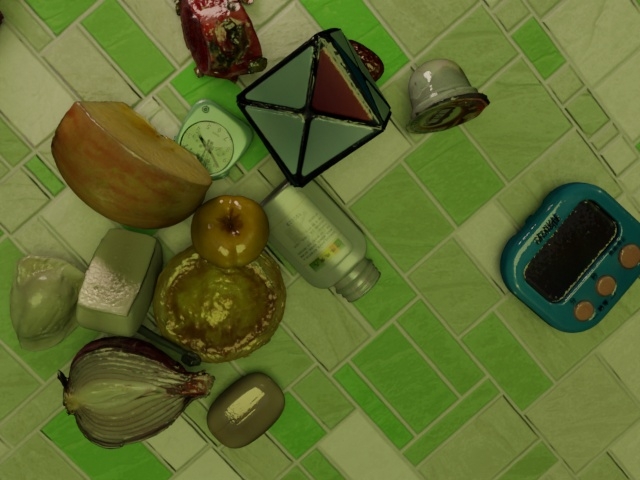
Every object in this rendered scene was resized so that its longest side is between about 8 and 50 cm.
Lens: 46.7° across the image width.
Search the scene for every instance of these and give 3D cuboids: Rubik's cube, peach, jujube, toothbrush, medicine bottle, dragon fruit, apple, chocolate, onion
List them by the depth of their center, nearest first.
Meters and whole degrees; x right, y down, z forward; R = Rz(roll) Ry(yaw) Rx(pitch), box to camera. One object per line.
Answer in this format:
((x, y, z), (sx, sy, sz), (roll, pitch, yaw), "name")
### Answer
((-0.409, -0.157, 1.635), (0.309, 0.314, 0.252), (43, 60, 3), "apple")
((-0.006, -0.298, 1.639), (0.248, 0.246, 0.250), (-31, 101, 18), "Rubik's cube")
((-0.236, -0.461, 1.651), (0.147, 0.211, 0.282), (-29, 74, -8), "dragon fruit")
((-0.200, -0.019, 1.654), (0.179, 0.103, 0.179), (3, 63, -6), "peach")
((-0.391, 0.222, 1.721), (0.297, 0.030, 0.030), (24, 110, 30), "toothbrush")
((0.288, -0.352, 1.746), (0.221, 0.221, 0.147), (-8, 80, -6), "chocolate")
((0.091, -0.424, 1.754), (0.129, 0.077, 0.077), (38, 92, 0), "jujube")
((-0.419, 0.334, 1.754), (0.348, 0.159, 0.267), (-4, 111, -6), "onion")
((0.000, 0.000, 1.776), (0.179, 0.124, 0.324), (-43, 99, 6), "medicine bottle")

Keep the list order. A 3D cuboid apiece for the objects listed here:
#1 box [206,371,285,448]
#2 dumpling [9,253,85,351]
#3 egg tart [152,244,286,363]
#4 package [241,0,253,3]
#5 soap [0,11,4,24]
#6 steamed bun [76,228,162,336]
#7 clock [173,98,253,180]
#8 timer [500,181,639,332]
((-0.184, 0.419, 1.830), (0.200, 0.088, 0.146), (-42, 100, -1), "box")
((-0.627, 0.151, 1.726), (0.179, 0.131, 0.252), (-2, 111, -29), "dumpling")
((-0.238, 0.137, 1.765), (0.318, 0.128, 0.319), (-1, 100, -7), "egg tart")
((-0.186, -0.602, 1.711), (0.077, 0.033, 0.111), (0, 93, 3), "package")
((-0.827, -0.527, 1.572), (0.289, 0.182, 0.112), (34, 95, -16), "soap")
((-0.457, 0.105, 1.696), (0.146, 0.164, 0.242), (14, 58, -2), "steamed bun")
((-0.270, -0.215, 1.740), (0.159, 0.066, 0.211), (36, 93, -10), "clock")
((0.634, 0.041, 1.862), (0.309, 0.115, 0.340), (39, 92, -11), "timer")
